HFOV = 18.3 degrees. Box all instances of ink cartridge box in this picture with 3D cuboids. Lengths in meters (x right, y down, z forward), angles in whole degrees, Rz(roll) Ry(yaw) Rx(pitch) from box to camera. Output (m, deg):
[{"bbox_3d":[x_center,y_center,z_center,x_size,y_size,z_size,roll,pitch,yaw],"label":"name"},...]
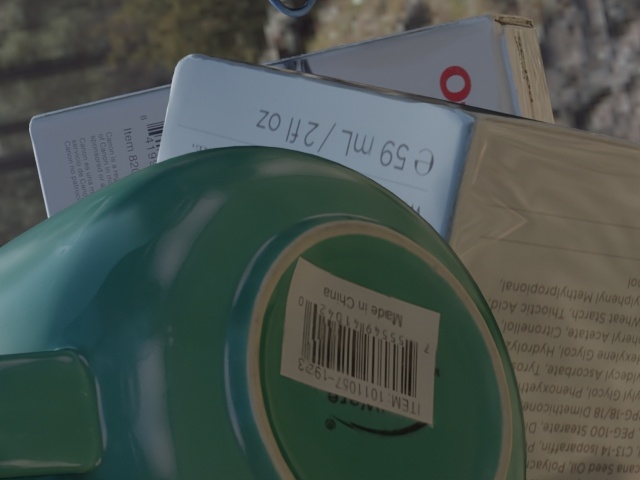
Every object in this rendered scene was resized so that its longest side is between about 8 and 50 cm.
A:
[{"bbox_3d":[0.000,0.000,1.137,0.117,0.283,0.207,-18,-83,-72],"label":"ink cartridge box"}]

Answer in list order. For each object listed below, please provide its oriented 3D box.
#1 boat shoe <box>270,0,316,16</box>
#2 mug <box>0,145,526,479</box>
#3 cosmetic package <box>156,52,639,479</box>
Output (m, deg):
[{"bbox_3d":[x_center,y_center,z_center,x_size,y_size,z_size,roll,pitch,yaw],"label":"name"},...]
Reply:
[{"bbox_3d":[-0.059,-0.156,0.941,0.109,0.258,0.089,8,92,37],"label":"boat shoe"},{"bbox_3d":[-0.025,0.050,0.436,0.097,0.158,0.129,-24,101,45],"label":"mug"},{"bbox_3d":[0.035,0.047,0.654,0.151,0.151,0.183,16,96,50],"label":"cosmetic package"}]
